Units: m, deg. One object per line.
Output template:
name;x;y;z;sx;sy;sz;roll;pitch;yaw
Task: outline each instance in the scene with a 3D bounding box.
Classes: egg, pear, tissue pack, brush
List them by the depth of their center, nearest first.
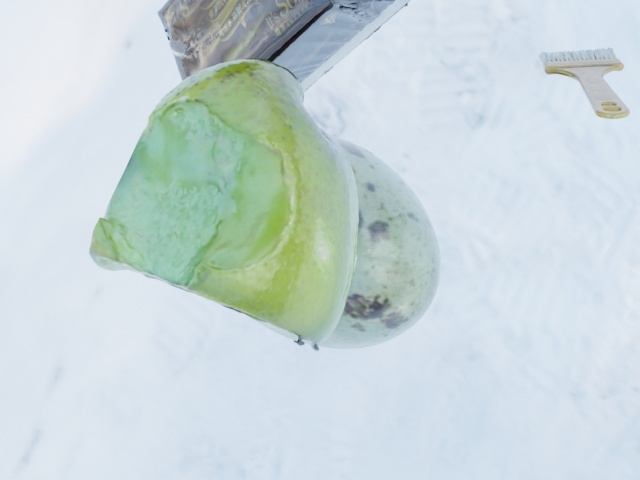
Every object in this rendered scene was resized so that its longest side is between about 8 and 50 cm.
pear;-0.084;-0.059;1.351;0.287;0.176;0.281;21;82;17
brush;0.344;-0.199;1.583;0.103;0.272;0.013;-3;114;2
egg;0.000;0.000;1.748;0.379;0.288;0.287;27;93;48
tissue pack;-0.046;-0.338;1.795;0.370;0.198;0.210;-35;69;48
